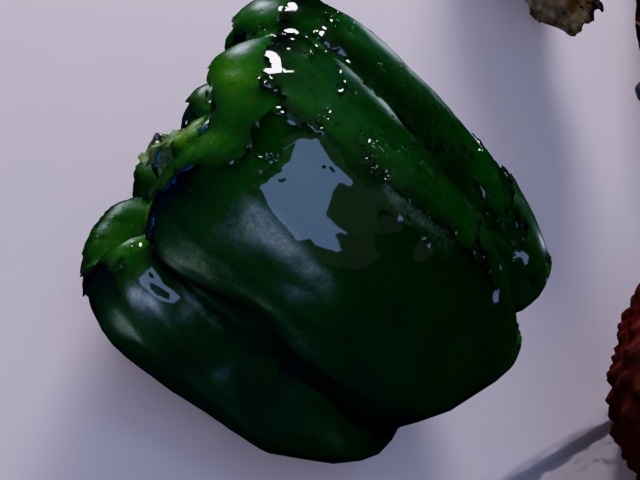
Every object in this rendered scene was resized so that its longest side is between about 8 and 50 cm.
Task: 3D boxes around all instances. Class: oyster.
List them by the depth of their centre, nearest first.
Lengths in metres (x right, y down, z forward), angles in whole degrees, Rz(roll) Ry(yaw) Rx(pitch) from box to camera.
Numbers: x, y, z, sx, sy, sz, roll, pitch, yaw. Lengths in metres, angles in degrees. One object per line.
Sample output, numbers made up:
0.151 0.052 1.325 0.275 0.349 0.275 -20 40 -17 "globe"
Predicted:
0.144 -0.228 1.217 0.056 0.105 0.177 -38 63 -9 "oyster"

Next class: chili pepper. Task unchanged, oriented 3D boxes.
0.000 0.000 1.039 0.257 0.248 0.233 39 55 -10 "chili pepper"

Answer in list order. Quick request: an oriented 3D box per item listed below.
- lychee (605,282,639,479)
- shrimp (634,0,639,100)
0.321 0.103 1.069 0.276 0.304 0.275 16 68 -45 "lychee"
0.311 -0.188 1.267 0.178 0.075 0.289 13 57 -12 "shrimp"
